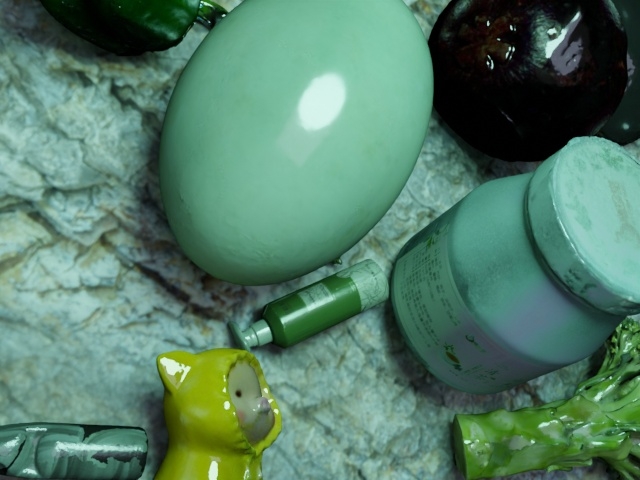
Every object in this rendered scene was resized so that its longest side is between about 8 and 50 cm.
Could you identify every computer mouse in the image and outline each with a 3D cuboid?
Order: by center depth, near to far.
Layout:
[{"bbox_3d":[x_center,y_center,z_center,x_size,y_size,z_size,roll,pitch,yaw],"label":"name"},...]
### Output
[{"bbox_3d":[0.466,-0.310,1.140,0.183,0.116,0.323,2,81,-27],"label":"computer mouse"}]

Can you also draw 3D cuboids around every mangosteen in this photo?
[{"bbox_3d":[0.280,-0.225,0.988,0.287,0.287,0.233,39,80,-13],"label":"mangosteen"}]

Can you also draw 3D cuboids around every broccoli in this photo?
[{"bbox_3d":[0.354,0.234,0.991,0.361,0.221,0.252,12,114,-20],"label":"broccoli"}]

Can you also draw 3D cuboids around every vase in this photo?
[{"bbox_3d":[-0.292,0.221,0.773,0.211,0.060,0.060,11,79,-27],"label":"vase"}]

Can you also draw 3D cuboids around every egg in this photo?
[{"bbox_3d":[-0.026,-0.129,0.822,0.276,0.276,0.389,33,72,-15],"label":"egg"}]

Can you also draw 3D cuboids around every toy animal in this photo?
[{"bbox_3d":[-0.120,0.235,0.809,0.156,0.156,0.230,6,79,-21],"label":"toy animal"}]

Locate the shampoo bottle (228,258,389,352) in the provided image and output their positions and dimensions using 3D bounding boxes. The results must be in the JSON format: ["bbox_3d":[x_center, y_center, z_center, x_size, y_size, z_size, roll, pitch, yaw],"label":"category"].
[{"bbox_3d":[-0.014,0.086,0.917,0.204,0.065,0.065,-23,92,-23],"label":"shampoo bottle"}]

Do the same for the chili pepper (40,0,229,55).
[{"bbox_3d":[-0.211,-0.292,0.837,0.165,0.261,0.174,-26,75,16],"label":"chili pepper"}]

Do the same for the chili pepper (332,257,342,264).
[{"bbox_3d":[0.000,0.000,0.954,0.027,0.022,0.083,-32,91,-21],"label":"chili pepper"}]

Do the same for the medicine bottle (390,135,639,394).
[{"bbox_3d":[0.255,0.031,0.879,0.245,0.290,0.245,13,59,-22],"label":"medicine bottle"}]
